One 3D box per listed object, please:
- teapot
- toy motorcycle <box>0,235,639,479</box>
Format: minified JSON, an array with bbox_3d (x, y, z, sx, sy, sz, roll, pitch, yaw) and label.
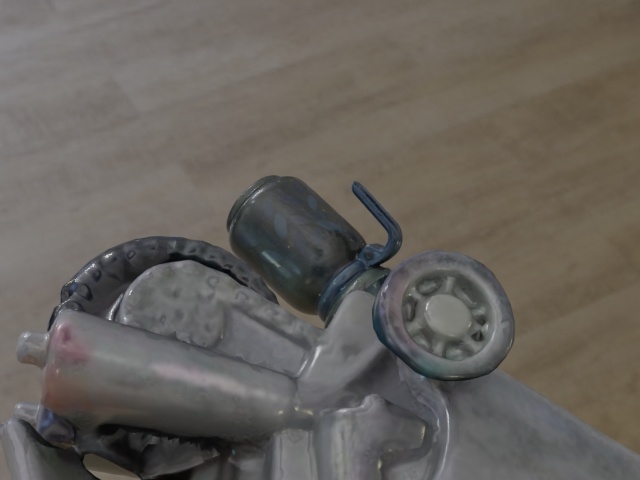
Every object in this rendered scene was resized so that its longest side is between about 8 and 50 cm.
[{"bbox_3d":[0.001,0.002,0.606,0.083,0.049,0.063,41,86,23],"label":"teapot"},{"bbox_3d":[0.021,0.106,0.345,0.260,0.110,0.171,29,56,2],"label":"toy motorcycle"}]
